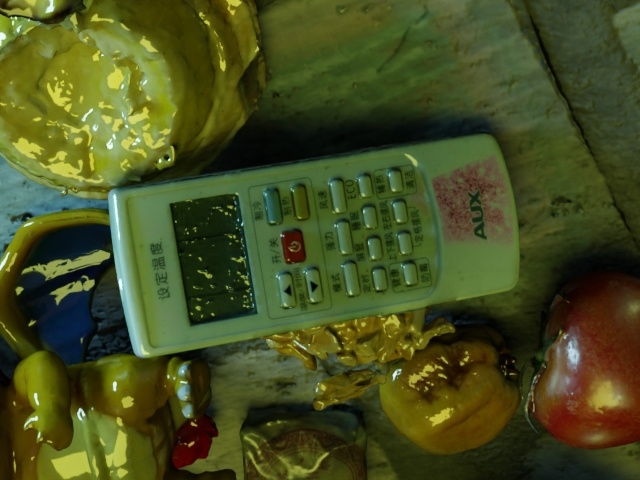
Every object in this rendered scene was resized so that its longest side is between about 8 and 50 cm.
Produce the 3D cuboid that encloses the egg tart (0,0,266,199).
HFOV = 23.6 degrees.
[{"bbox_3d":[-0.181,-0.138,1.250,0.290,0.115,0.290,1,129,1],"label":"egg tart"}]

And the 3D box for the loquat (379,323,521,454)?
[{"bbox_3d":[0.124,0.138,1.449,0.137,0.113,0.137,-1,116,-2],"label":"loquat"}]

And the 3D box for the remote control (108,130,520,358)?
[{"bbox_3d":[0.000,0.000,1.282,0.344,0.050,0.145,-11,93,-14],"label":"remote control"}]

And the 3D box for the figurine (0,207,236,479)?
[{"bbox_3d":[-0.273,0.208,1.432,0.387,0.268,0.401,-8,132,6],"label":"figurine"}]

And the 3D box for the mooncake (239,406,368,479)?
[{"bbox_3d":[-0.014,0.229,1.552,0.129,0.073,0.125,-3,126,4],"label":"mooncake"}]

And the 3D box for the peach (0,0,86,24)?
[{"bbox_3d":[-0.205,-0.320,1.020,0.380,0.242,0.306,20,123,3],"label":"peach"}]

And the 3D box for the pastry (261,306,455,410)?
[{"bbox_3d":[-0.010,0.052,1.364,0.250,0.154,0.102,25,152,-13],"label":"pastry"}]

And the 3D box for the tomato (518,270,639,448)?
[{"bbox_3d":[0.265,0.117,1.394,0.167,0.167,0.167,2,128,2],"label":"tomato"}]
